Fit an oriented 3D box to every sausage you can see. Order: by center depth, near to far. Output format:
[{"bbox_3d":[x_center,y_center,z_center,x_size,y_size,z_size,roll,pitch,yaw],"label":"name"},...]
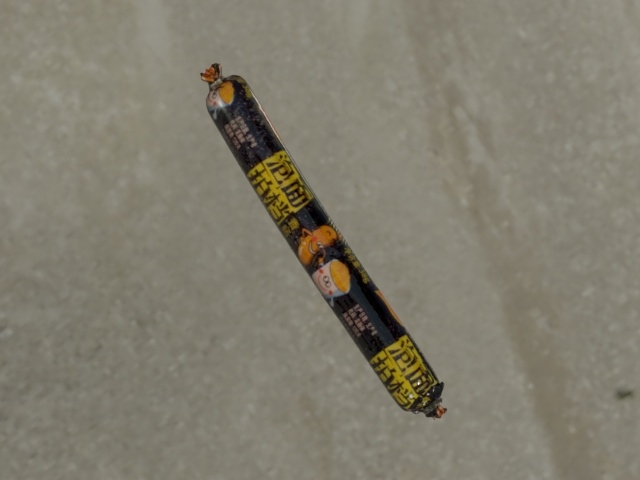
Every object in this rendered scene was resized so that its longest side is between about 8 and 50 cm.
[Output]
[{"bbox_3d":[0.000,0.000,0.669,0.025,0.028,0.198,-27,81,-45],"label":"sausage"}]
